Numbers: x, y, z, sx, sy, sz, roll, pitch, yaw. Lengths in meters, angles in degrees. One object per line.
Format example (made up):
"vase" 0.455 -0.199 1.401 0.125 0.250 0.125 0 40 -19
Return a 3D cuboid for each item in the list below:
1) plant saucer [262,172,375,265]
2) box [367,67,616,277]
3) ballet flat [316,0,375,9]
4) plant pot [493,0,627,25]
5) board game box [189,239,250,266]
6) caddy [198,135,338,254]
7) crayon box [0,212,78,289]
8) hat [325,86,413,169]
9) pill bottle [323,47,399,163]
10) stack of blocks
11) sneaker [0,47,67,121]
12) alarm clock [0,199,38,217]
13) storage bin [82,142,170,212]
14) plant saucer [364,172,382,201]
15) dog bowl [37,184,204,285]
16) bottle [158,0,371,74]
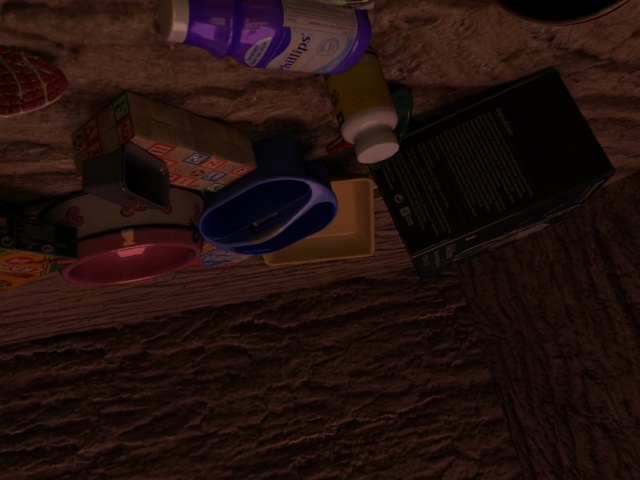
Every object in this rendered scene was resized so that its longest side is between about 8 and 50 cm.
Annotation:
"plant saucer" -0.018 -0.068 1.412 0.333 0.080 0.332 -6 141 2
"box" 0.417 -0.133 1.341 0.472 0.297 0.480 -25 165 9
"ballet flat" 0.087 -0.353 0.665 0.222 0.076 0.079 -19 173 4
"plant pot" 0.330 -0.368 0.633 0.215 0.215 0.230 -24 178 33
"board game box" -0.316 -0.001 1.610 0.308 0.086 0.302 -24 164 33
"caddy" -0.123 -0.078 1.165 0.341 0.179 0.241 -25 142 29
"crayon box" -0.709 0.037 1.080 0.319 0.081 0.202 -19 162 28
"hat" 0.077 -0.262 1.106 0.173 0.184 0.208 -13 128 -57
"pill bottle" 0.075 -0.234 0.878 0.103 0.184 0.103 -14 166 -4
"stack of blocks" -0.288 -0.167 0.965 0.171 0.087 0.297 -23 164 31
"sneaker" -0.465 -0.201 0.692 0.225 0.088 0.093 -14 -173 -5
"alarm clock" -0.735 -0.033 1.091 0.192 0.064 0.129 -13 167 7
"storage bin" -0.328 -0.094 0.845 0.091 0.098 0.135 -7 169 13
"plant saucer" 0.156 -0.158 1.570 0.188 0.045 0.188 -19 166 15
"dog bowl" -0.488 -0.001 1.290 0.408 0.150 0.408 -14 166 -4
"bottle" -0.070 -0.291 0.685 0.283 0.092 0.118 -6 167 -32
